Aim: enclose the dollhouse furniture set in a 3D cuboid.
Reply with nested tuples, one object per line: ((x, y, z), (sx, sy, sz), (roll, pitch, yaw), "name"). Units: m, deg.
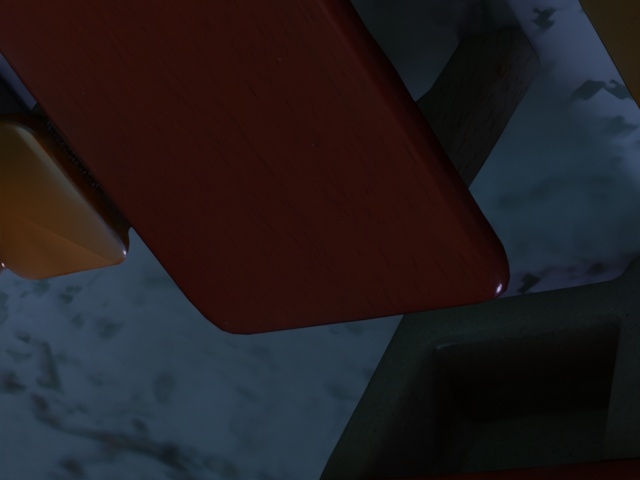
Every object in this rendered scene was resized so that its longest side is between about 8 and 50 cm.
((0.000, 0.000, 0.397), (0.262, 0.135, 0.259), (-10, 129, 36), "dollhouse furniture set")
